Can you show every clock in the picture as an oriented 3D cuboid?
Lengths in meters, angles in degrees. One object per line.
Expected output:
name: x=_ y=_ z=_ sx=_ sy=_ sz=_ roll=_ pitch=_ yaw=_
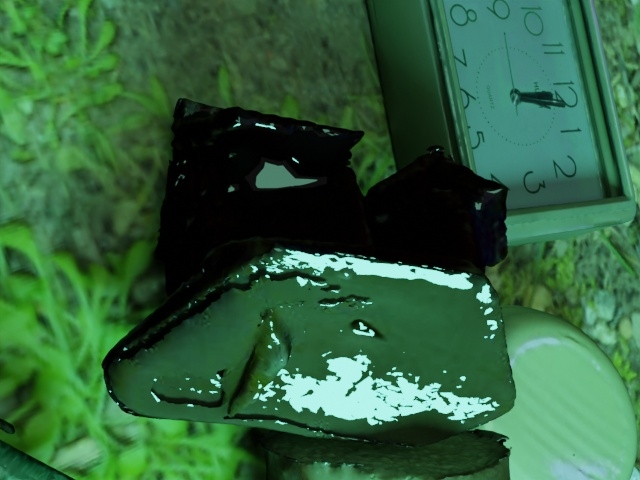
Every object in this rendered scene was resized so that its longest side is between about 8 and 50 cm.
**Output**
clock: x=0.122 y=-0.093 z=0.593 sx=0.147 sy=0.071 sz=0.192 roll=-7 pitch=84 yaw=-30

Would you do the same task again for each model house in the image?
model house: x=0.003 y=0.009 z=0.476 sx=0.203 sy=0.141 sz=0.164 roll=14 pitch=30 yaw=-14

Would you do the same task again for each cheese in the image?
cheese: x=0.165 y=0.140 z=0.579 sx=0.227 sy=0.064 sz=0.137 roll=39 pitch=68 yaw=-17

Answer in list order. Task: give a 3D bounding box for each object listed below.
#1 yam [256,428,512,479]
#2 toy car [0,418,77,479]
yam: x=0.035 y=0.216 z=0.459 sx=0.128 sy=0.129 sz=0.238 roll=8 pitch=80 yaw=-43
toy car: x=-0.247 y=0.081 z=0.336 sx=0.320 sy=0.097 sz=0.141 roll=35 pitch=65 yaw=-20
